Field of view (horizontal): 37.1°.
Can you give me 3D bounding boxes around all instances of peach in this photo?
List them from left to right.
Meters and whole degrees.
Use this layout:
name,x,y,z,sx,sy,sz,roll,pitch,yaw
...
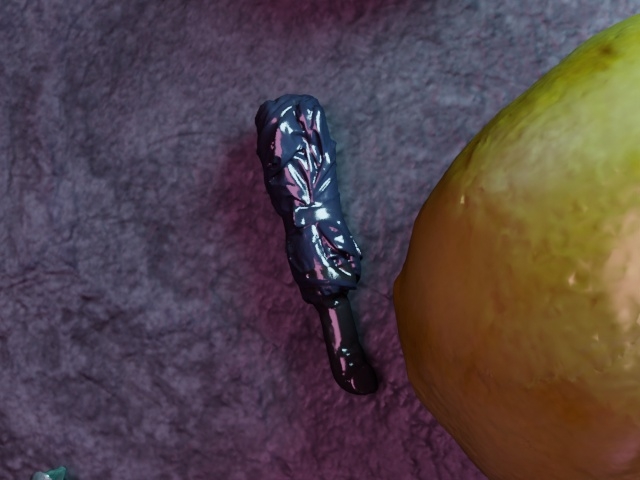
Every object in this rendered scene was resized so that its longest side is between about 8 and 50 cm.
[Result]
name,x,y,z,sx,sy,sz,roll,pitch,yaw
peach,0.202,0.024,0.566,0.316,0.314,0.281,-38,89,14

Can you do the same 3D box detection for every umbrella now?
name,x,y,z,sx,sy,sz,roll,pitch,yaw
umbrella,-0.006,0.002,0.756,0.071,0.071,0.248,-13,81,17

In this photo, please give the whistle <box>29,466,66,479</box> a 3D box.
name,x,y,z,sx,sy,sz,roll,pitch,yaw
whistle,-0.258,0.287,0.825,0.039,0.039,0.186,19,90,20
